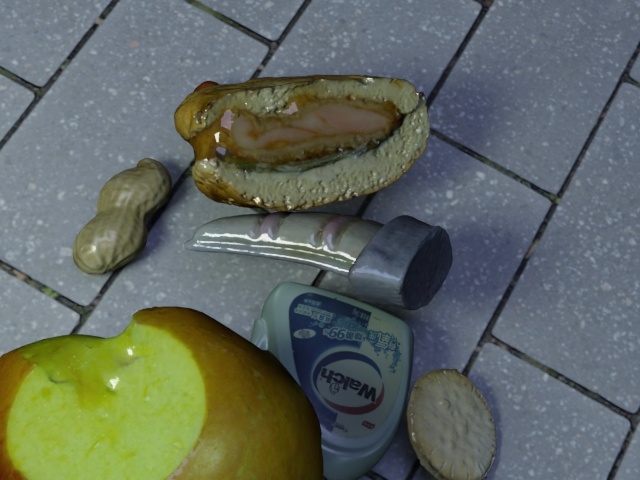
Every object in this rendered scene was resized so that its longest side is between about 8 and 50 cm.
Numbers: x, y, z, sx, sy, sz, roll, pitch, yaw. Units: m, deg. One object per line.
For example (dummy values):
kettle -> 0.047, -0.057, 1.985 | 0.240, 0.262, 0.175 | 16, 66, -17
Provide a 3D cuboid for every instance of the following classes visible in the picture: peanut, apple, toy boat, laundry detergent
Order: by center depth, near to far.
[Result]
apple -> -0.184, 0.238, 1.816 | 0.384, 0.374, 0.374 | 47, 60, -3
laundry detergent -> -0.011, 0.202, 2.030 | 0.215, 0.105, 0.280 | 21, 60, -1
toy boat -> 0.032, 0.006, 2.090 | 0.293, 0.111, 0.276 | 18, 12, 32
peanut -> -0.247, -0.031, 2.128 | 0.082, 0.082, 0.187 | 23, 57, 1

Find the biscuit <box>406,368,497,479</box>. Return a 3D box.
biscuit -> 0.162, 0.228, 2.066 | 0.152, 0.020, 0.152 | 19, 59, -35

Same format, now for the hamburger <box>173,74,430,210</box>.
hamburger -> -0.043, -0.130, 2.159 | 0.330, 0.209, 0.162 | -13, 100, -28

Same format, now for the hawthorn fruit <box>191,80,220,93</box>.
hawthorn fruit -> -0.142, -0.174, 2.240 | 0.077, 0.077, 0.077 | 6, 59, -9
